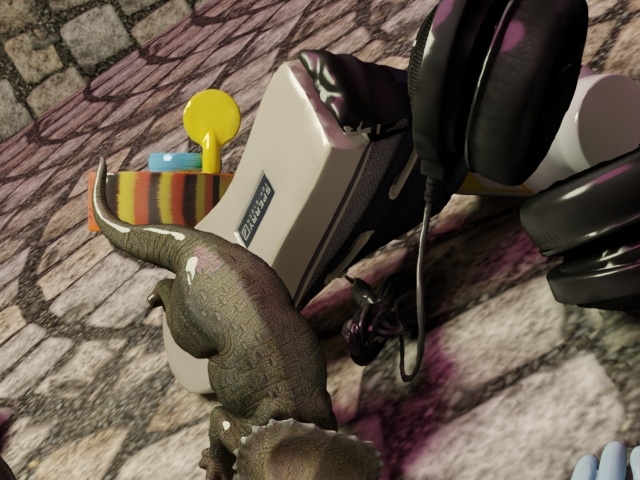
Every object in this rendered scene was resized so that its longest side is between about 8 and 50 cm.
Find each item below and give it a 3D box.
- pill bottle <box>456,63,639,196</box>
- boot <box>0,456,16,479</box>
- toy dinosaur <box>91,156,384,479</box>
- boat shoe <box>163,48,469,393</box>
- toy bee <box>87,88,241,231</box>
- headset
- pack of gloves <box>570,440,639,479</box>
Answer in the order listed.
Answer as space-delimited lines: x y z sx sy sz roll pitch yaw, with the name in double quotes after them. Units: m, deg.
0.159 -0.084 0.882 0.103 0.103 0.184 -45 24 -21 "pill bottle"
-0.240 0.234 0.676 0.263 0.091 0.229 -33 63 -24 "boot"
-0.045 0.069 0.740 0.121 0.313 0.160 -16 -11 -23 "toy dinosaur"
0.000 0.000 0.901 0.158 0.127 0.340 -4 -35 -34 "boat shoe"
-0.087 -0.048 1.104 0.162 0.195 0.298 0 23 18 "toy bee"
0.154 -0.060 0.716 0.394 0.243 0.185 -46 -9 22 "headset"
0.139 0.170 0.499 0.195 0.046 0.232 -28 17 50 "pack of gloves"
